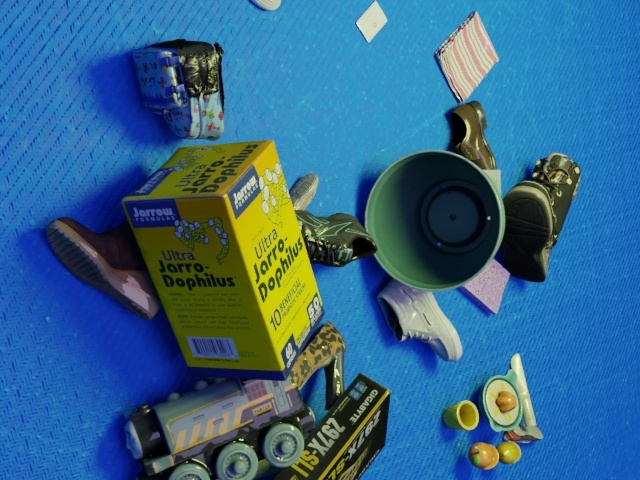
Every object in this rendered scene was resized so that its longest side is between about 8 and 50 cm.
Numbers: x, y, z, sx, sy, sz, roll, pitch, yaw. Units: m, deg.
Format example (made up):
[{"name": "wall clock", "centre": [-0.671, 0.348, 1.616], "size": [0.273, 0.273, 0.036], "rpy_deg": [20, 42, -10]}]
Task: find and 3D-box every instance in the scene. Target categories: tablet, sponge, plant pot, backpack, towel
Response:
[{"name": "tablet", "centre": [0.112, -0.475, 1.839], "size": [0.083, 0.006, 0.054], "rpy_deg": [-52, 122, -27]}, {"name": "sponge", "centre": [0.383, 0.082, 2.068], "size": [0.210, 0.031, 0.117], "rpy_deg": [38, 67, -35]}, {"name": "plant pot", "centre": [0.267, -0.047, 1.826], "size": [0.196, 0.293, 0.292], "rpy_deg": [-11, 98, -64]}, {"name": "backpack", "centre": [-0.235, -0.250, 1.450], "size": [0.117, 0.158, 0.173], "rpy_deg": [-20, 116, -31]}, {"name": "towel", "centre": [0.359, -0.443, 2.041], "size": [0.197, 0.029, 0.144], "rpy_deg": [-49, 121, -29]}]

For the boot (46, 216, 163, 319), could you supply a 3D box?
[{"name": "boot", "centre": [-0.324, -0.010, 1.434], "size": [0.248, 0.090, 0.206], "rpy_deg": [46, 50, -30]}]

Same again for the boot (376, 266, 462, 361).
[{"name": "boot", "centre": [0.214, 0.193, 1.894], "size": [0.123, 0.095, 0.258], "rpy_deg": [-39, 107, -27]}]

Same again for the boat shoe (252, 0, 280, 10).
[{"name": "boat shoe", "centre": [-0.122, -0.520, 1.596], "size": [0.066, 0.063, 0.184], "rpy_deg": [-44, 117, -32]}]

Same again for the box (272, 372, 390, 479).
[{"name": "box", "centre": [0.012, 0.441, 1.626], "size": [0.322, 0.079, 0.257], "rpy_deg": [-47, 153, -28]}]

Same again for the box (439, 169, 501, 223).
[{"name": "box", "centre": [0.343, -0.099, 1.959], "size": [0.072, 0.137, 0.126], "rpy_deg": [-4, 93, -40]}]

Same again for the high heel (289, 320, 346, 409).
[{"name": "high heel", "centre": [-0.068, 0.227, 1.669], "size": [0.261, 0.093, 0.186], "rpy_deg": [15, 54, -25]}]

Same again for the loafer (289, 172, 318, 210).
[{"name": "loafer", "centre": [-0.043, -0.078, 1.692], "size": [0.125, 0.045, 0.039], "rpy_deg": [-54, 140, -19]}]

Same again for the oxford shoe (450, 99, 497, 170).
[{"name": "oxford shoe", "centre": [0.353, -0.210, 2.014], "size": [0.096, 0.083, 0.227], "rpy_deg": [-21, 97, -29]}]

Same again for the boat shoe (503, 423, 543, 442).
[{"name": "boat shoe", "centre": [0.526, 0.503, 2.193], "size": [0.137, 0.049, 0.043], "rpy_deg": [14, 124, -43]}]

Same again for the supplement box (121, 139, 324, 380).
[{"name": "supplement box", "centre": [-0.150, 0.036, 1.421], "size": [0.194, 0.195, 0.356], "rpy_deg": [-57, 138, -51]}]

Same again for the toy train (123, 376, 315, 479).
[{"name": "toy train", "centre": [-0.175, 0.329, 1.484], "size": [0.334, 0.142, 0.190], "rpy_deg": [-20, 97, -18]}]

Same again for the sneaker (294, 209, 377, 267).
[{"name": "sneaker", "centre": [0.000, 0.000, 1.666], "size": [0.267, 0.106, 0.101], "rpy_deg": [-8, 127, -40]}]

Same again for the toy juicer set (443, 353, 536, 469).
[{"name": "toy juicer set", "centre": [0.457, 0.430, 2.068], "size": [0.329, 0.089, 0.209], "rpy_deg": [-26, 89, -40]}]

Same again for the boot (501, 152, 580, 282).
[{"name": "boot", "centre": [0.542, -0.098, 2.083], "size": [0.284, 0.138, 0.377], "rpy_deg": [-62, 150, -25]}]

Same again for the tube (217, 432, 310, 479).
[{"name": "tube", "centre": [-0.115, 0.421, 1.623], "size": [0.240, 0.062, 0.070], "rpy_deg": [-3, 53, -36]}]
